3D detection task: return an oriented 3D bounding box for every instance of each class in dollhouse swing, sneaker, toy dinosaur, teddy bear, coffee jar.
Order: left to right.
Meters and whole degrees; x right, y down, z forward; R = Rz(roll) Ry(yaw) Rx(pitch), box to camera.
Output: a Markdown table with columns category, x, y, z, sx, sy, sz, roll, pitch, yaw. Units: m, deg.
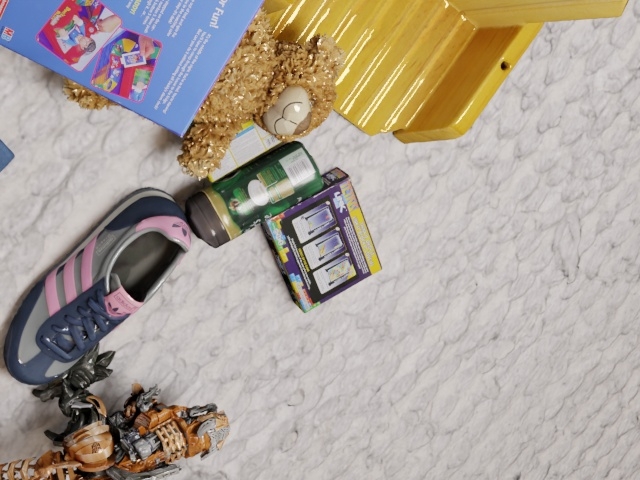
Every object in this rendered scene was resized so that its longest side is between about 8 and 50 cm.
| category | x | y | z | sx | sy | sz | roll | pitch | yaw |
| --- | --- | --- | --- | --- | --- | --- | --- | --- | --- |
| sneaker | -0.289 | 0.075 | 1.148 | 0.112 | 0.131 | 0.319 | 37 | 93 | -34 |
| toy dinosaur | -0.291 | 0.258 | 1.177 | 0.322 | 0.218 | 0.164 | 8 | 109 | -29 |
| teddy bear | -0.131 | -0.193 | 1.054 | 0.338 | 0.113 | 0.245 | 30 | 101 | -30 |
| coffee jar | -0.093 | -0.060 | 1.201 | 0.184 | 0.096 | 0.079 | -30 | 100 | -10 |
| dollhouse swing | 0.140 | -0.274 | 1.098 | 0.347 | 0.305 | 0.315 | 32 | 96 | -34 |

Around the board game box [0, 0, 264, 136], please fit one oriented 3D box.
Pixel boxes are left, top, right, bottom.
| category | x | y | z | sx | sy | sz | roll | pitch | yaw |
| --- | --- | --- | --- | --- | --- | --- | --- | --- | --- |
| board game box | -0.156 | -0.303 | 0.877 | 0.233 | 0.078 | 0.347 | 26 | 117 | -21 |

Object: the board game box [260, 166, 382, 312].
| category | x | y | z | sx | sy | sz | roll | pitch | yaw |
| --- | --- | --- | --- | --- | --- | --- | --- | --- | --- |
| board game box | 0.000 | 0.000 | 1.304 | 0.141 | 0.048 | 0.170 | -29 | 121 | -14 |

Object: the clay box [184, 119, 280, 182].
| category | x | y | z | sx | sy | sz | roll | pitch | yaw |
| --- | --- | --- | --- | --- | --- | --- | --- | --- | --- |
| clay box | -0.141 | -0.200 | 1.143 | 0.127 | 0.053 | 0.222 | -31 | 121 | -8 |

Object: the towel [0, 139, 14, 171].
| category | x | y | z | sx | sy | sz | roll | pitch | yaw |
| --- | --- | --- | --- | --- | --- | --- | --- | --- | --- |
| towel | -0.425 | -0.082 | 1.052 | 0.119 | 0.029 | 0.067 | -49 | 124 | -23 |
